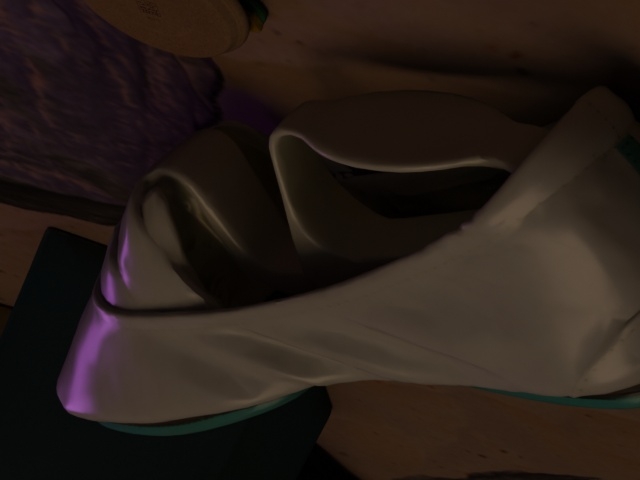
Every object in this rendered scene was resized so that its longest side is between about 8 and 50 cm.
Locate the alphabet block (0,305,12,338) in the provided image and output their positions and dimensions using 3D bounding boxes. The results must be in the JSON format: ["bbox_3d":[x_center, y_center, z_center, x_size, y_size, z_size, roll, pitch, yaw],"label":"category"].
[{"bbox_3d":[-0.228,0.171,1.345,0.193,0.197,0.192,14,156,27],"label":"alphabet block"}]

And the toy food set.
[{"bbox_3d":[-0.065,-0.100,0.748,0.083,0.020,0.082,10,156,33],"label":"toy food set"}]

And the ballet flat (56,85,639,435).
[{"bbox_3d":[0.000,0.000,0.805,0.400,0.139,0.139,-7,143,48],"label":"ballet flat"}]

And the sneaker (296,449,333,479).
[{"bbox_3d":[-0.031,0.193,1.340,0.097,0.084,0.235,6,153,44],"label":"sneaker"}]

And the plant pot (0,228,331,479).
[{"bbox_3d":[-0.122,0.149,1.118,0.165,0.234,0.165,18,158,16],"label":"plant pot"}]
